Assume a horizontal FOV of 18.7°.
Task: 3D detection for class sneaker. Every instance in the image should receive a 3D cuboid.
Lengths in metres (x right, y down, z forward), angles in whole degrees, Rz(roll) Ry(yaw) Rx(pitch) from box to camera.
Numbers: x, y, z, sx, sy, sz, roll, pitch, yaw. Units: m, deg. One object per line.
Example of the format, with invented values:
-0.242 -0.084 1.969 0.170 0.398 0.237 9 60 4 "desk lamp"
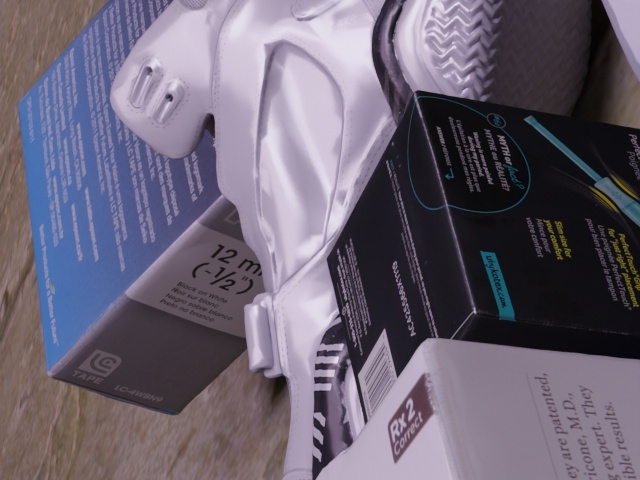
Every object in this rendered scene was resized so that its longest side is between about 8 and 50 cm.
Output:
0.000 0.000 0.985 0.210 0.137 0.366 14 92 36 "sneaker"

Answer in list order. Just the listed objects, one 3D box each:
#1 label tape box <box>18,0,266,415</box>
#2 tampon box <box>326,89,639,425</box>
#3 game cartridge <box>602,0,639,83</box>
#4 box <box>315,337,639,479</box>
-0.048 -0.090 1.229 0.348 0.115 0.249 -42 42 30 "label tape box"
0.102 0.026 0.795 0.101 0.161 0.120 118 151 -41 "tampon box"
0.171 -0.196 0.671 0.198 0.062 0.297 -9 83 28 "game cartridge"
0.065 0.156 0.625 0.181 0.119 0.182 120 148 -44 "box"
